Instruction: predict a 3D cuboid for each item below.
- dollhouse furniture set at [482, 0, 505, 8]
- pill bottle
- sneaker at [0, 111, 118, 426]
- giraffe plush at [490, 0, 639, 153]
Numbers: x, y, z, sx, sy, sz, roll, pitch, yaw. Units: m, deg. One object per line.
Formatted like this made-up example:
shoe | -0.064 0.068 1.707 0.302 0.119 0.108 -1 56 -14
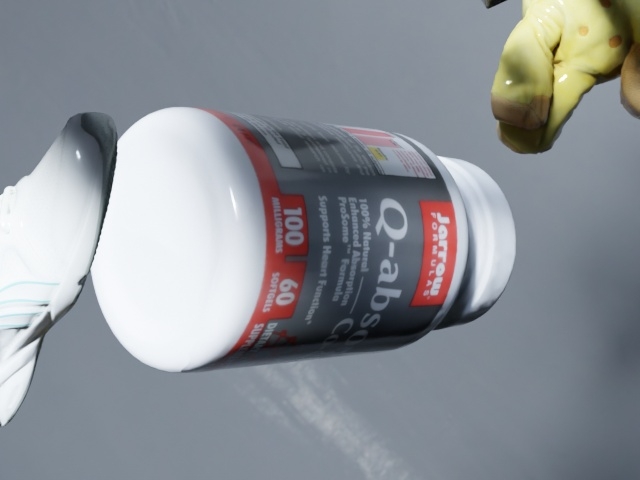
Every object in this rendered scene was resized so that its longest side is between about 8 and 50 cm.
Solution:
dollhouse furniture set | 0.138 -0.273 0.706 0.101 0.161 0.182 61 -174 -47
pill bottle | 0.000 0.000 0.927 0.210 0.363 0.210 0 90 45
sneaker | -0.125 0.011 0.405 0.061 0.054 0.152 24 118 -18
giraffe plush | 0.257 -0.168 0.906 0.170 0.181 0.210 14 106 18
